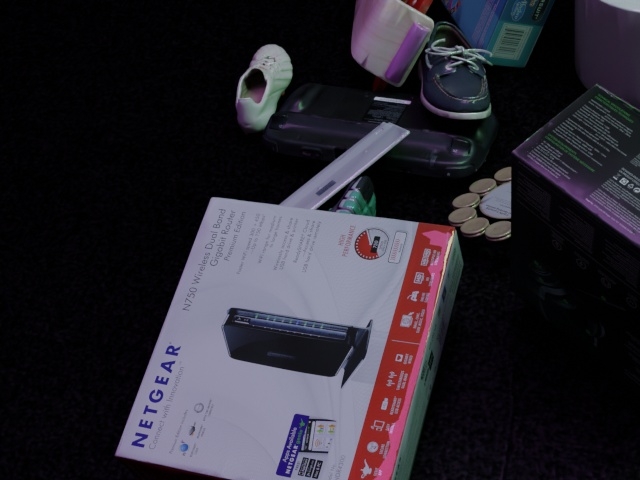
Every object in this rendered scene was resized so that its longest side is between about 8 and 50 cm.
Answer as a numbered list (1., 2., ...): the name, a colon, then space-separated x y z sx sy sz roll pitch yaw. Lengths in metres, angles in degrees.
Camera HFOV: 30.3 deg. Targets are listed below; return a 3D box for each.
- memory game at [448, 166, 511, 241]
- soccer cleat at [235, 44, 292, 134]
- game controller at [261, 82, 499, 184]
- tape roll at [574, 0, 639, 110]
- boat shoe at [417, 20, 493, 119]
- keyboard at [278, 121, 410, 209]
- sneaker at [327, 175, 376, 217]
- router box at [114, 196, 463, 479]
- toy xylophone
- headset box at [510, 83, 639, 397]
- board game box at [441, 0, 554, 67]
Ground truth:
1. memory game: 0.250 -0.050 1.480 0.186 0.012 0.186 -16 27 8
2. soccer cleat: -0.083 -0.236 1.730 0.068 0.076 0.196 0 45 12
3. game controller: 0.082 -0.152 1.635 0.319 0.067 0.166 11 34 21
4. tape roll: 0.474 -0.315 1.628 0.246 0.169 0.246 -6 45 6
5. boat shoe: 0.187 -0.235 1.623 0.095 0.079 0.254 6 26 -2
6. keyboard: 0.005 -0.068 1.527 0.256 0.014 0.072 -39 29 -5
7. sneaker: 0.000 0.000 1.475 0.098 0.083 0.224 4 47 22
8. router box: -0.026 0.127 1.300 0.301 0.082 0.335 7 61 18
9. toy xylophone: 0.120 -0.375 1.721 0.081 0.236 0.323 22 44 -11
10. headset box: 0.328 0.024 1.235 0.131 0.283 0.246 -38 57 -17
11. board game box: 0.256 -0.456 1.751 0.079 0.254 0.336 3 40 -23
